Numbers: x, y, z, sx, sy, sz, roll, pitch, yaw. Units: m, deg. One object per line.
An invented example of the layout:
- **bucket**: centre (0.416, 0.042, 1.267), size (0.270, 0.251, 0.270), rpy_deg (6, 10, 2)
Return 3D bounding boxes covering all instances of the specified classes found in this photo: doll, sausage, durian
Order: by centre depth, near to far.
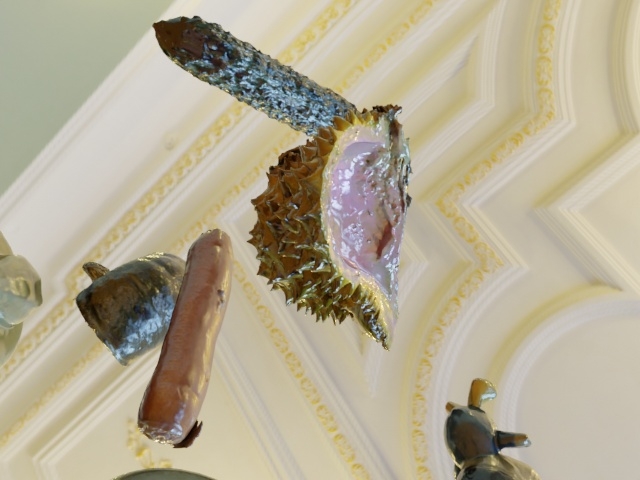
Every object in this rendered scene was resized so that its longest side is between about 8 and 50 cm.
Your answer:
- **doll**: centre (0.158, 0.215, 0.586), size (0.102, 0.089, 0.179), rpy_deg (-54, -163, 36)
- **durian**: centre (-0.009, -0.012, 0.800), size (0.196, 0.185, 0.305), rpy_deg (10, -67, 35)
- **sausage**: centre (-0.203, 0.135, 1.026), size (0.094, 0.094, 0.419), rpy_deg (2, -139, 2)

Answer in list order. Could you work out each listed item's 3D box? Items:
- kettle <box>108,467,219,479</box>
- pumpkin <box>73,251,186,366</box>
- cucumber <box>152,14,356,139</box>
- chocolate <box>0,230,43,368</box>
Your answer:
- **kettle**: centre (-0.174, 0.429, 0.636), size (0.247, 0.319, 0.342), rpy_deg (34, -73, 16)
- **pumpkin**: centre (-0.384, 0.112, 1.348), size (0.232, 0.325, 0.242), rpy_deg (-39, -80, -14)
- **cucumber**: centre (-0.100, -0.262, 1.019), size (0.096, 0.359, 0.096), rpy_deg (-29, -131, 41)
- **chocolate**: centre (-0.596, 0.091, 0.925), size (0.297, 0.326, 0.314), rpy_deg (-8, -64, 12)
